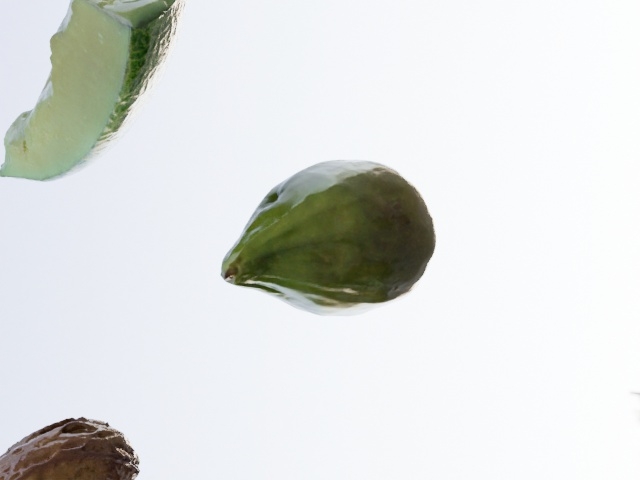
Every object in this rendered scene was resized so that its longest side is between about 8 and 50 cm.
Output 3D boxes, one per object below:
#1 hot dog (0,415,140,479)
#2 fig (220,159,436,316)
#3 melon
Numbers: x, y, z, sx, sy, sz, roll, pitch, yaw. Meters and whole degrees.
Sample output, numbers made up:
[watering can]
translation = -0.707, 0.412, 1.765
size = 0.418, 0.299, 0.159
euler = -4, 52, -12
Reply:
[hot dog]
translation = -0.168, 0.172, 0.835
size = 0.147, 0.065, 0.099
euler = -62, -34, -14
[fig]
translation = 0.004, -0.006, 1.419
size = 0.233, 0.167, 0.167
euler = 11, -99, -21
[melon]
translation = -0.228, -0.166, 1.411
size = 0.323, 0.124, 0.196
euler = -57, 14, 42
